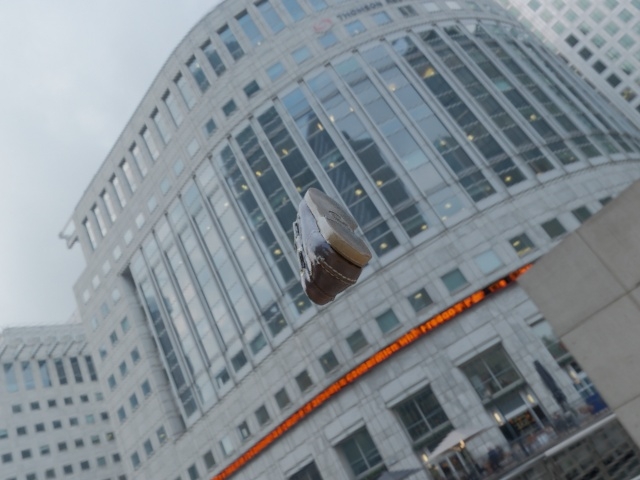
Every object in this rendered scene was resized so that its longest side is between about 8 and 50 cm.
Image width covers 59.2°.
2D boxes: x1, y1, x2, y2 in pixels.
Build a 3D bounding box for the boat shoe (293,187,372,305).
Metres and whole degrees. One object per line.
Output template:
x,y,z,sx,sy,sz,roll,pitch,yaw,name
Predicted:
0.000,0.000,0.611,0.073,0.207,0.073,32,-76,-12,boat shoe
